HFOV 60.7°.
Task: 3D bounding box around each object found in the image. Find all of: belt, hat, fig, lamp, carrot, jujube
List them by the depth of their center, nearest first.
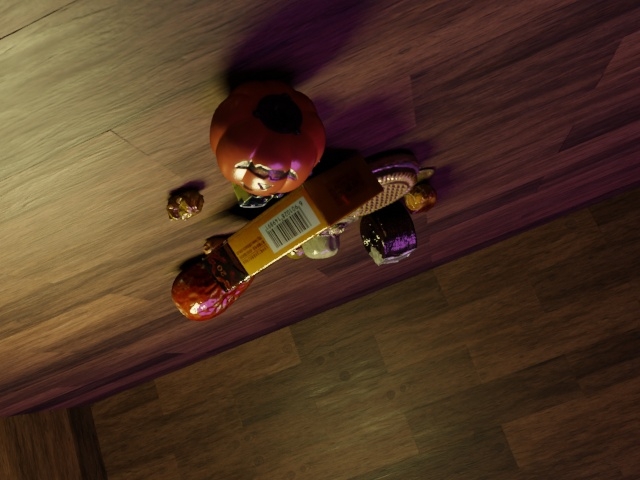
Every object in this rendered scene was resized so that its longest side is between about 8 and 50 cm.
[{"bbox_3d":[-0.090,-0.164,0.905,0.188,0.187,0.164,-13,163,-25],"label":"lamp"},{"bbox_3d":[-0.247,0.016,1.555,0.186,0.060,0.060,-8,160,-38],"label":"carrot"},{"bbox_3d":[0.000,0.000,1.630,0.252,0.109,0.252,-10,173,-1],"label":"hat"},{"bbox_3d":[-0.321,0.133,1.656,0.256,0.189,0.190,-29,164,3],"label":"jujube"},{"bbox_3d":[-0.077,0.019,1.765,0.084,0.082,0.098,-56,179,1],"label":"fig"},{"bbox_3d":[0.233,-0.024,1.810,0.164,0.184,0.289,-23,171,-8],"label":"belt"}]

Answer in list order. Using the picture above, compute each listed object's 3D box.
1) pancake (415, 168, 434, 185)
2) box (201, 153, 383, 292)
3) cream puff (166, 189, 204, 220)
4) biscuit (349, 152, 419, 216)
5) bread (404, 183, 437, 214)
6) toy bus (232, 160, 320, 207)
[{"bbox_3d":[0.290,-0.188,1.635,0.115,0.011,0.115,-21,165,-6],"label":"pancake"},{"bbox_3d":[-0.075,-0.036,1.332,0.415,0.115,0.264,-32,-178,39],"label":"box"},{"bbox_3d":[-0.293,-0.073,1.186,0.083,0.058,0.083,-14,165,-27],"label":"cream puff"},{"bbox_3d":[0.148,-0.145,1.468,0.260,0.079,0.259,-19,165,-5],"label":"biscuit"},{"bbox_3d":[0.313,-0.133,1.722,0.105,0.075,0.233,-33,167,11],"label":"bread"},{"bbox_3d":[-0.100,-0.146,1.105,0.175,0.101,0.088,-35,166,29],"label":"toy bus"}]
